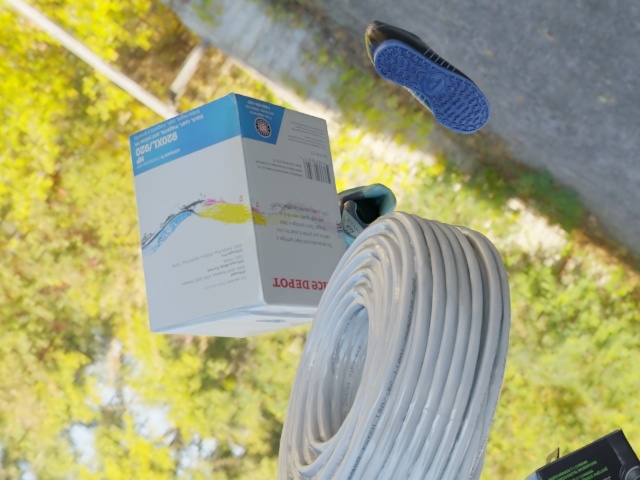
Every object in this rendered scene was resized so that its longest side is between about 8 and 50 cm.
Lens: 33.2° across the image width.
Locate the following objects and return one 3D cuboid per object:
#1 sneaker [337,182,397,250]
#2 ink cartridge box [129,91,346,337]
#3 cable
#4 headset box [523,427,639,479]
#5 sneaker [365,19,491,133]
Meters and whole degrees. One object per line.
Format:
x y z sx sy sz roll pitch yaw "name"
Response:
0.000 0.000 1.382 0.110 0.283 0.122 52 134 -7 "sneaker"
-0.089 -0.018 1.206 0.168 0.232 0.171 -16 165 33 "ink cartridge box"
0.042 0.106 0.752 0.089 0.257 0.257 19 -179 -13 "cable"
0.350 0.400 1.353 0.283 0.131 0.246 62 163 22 "headset box"
0.158 -0.244 1.572 0.232 0.081 0.090 32 -153 -34 "sneaker"
